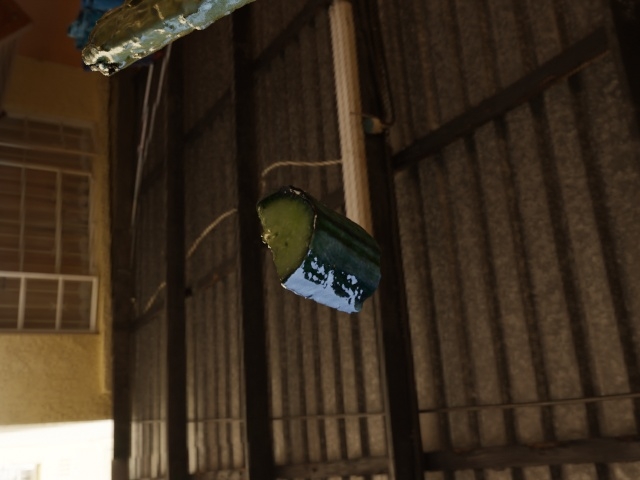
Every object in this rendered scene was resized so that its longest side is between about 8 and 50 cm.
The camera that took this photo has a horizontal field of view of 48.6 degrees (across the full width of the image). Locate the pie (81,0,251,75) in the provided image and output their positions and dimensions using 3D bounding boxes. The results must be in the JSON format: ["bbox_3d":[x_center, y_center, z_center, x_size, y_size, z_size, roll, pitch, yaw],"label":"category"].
[{"bbox_3d":[-0.136,-0.267,0.774,0.306,0.306,0.071,4,-54,58],"label":"pie"}]

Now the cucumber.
[{"bbox_3d":[0.000,0.000,0.656,0.062,0.115,0.116,-38,-129,17],"label":"cucumber"}]
